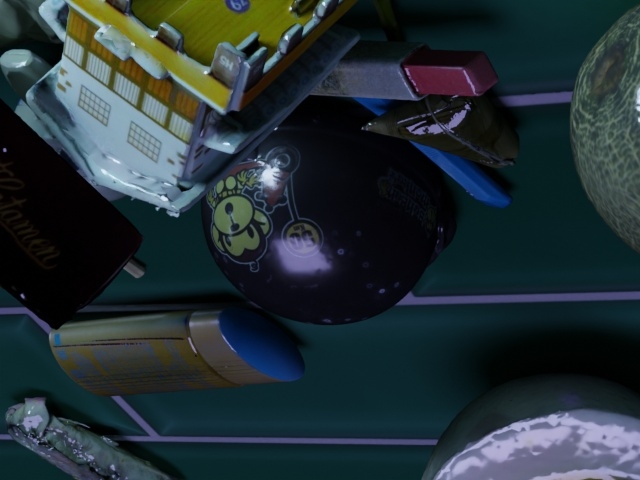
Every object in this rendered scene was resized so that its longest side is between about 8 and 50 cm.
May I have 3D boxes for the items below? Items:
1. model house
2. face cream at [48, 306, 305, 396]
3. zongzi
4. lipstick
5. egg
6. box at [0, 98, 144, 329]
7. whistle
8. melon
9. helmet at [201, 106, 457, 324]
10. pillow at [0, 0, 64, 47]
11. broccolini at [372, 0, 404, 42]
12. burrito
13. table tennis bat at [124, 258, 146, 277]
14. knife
[{"bbox_3d":[-0.093,-0.167,1.440,0.198,0.224,0.215,35,146,11],"label":"model house"},{"bbox_3d":[-0.169,0.130,2.160,0.285,0.067,0.139,-6,145,33],"label":"face cream"},{"bbox_3d":[0.110,-0.091,1.662,0.113,0.052,0.104,-23,131,23],"label":"zongzi"},{"bbox_3d":[-0.001,-0.149,1.586,0.312,0.051,0.051,5,136,27],"label":"lipstick"},{"bbox_3d":[0.264,0.256,2.051,0.337,0.201,0.337,1,125,1],"label":"egg"},{"bbox_3d":[-0.349,-0.109,1.577,0.415,0.116,0.264,37,172,46],"label":"box"},{"bbox_3d":[-0.230,-0.109,1.756,0.110,0.092,0.244,4,152,26],"label":"whistle"},{"bbox_3d":[0.341,-0.071,1.430,0.302,0.237,0.237,23,149,-22],"label":"melon"},{"bbox_3d":[0.000,0.000,1.778,0.230,0.160,0.279,-11,141,34],"label":"helmet"},{"bbox_3d":[-0.280,-0.243,1.570,0.281,0.076,0.274,-1,149,25],"label":"pillow"},{"bbox_3d":[0.042,-0.209,1.536,0.042,0.044,0.218,-8,151,8],"label":"broccolini"},{"bbox_3d":[-0.296,0.300,2.505,0.096,0.066,0.309,-11,141,45],"label":"burrito"},{"bbox_3d":[-0.251,-0.003,2.025,0.087,0.013,0.156,-16,138,41],"label":"table tennis bat"},{"bbox_3d":[0.078,-0.108,1.692,0.044,0.026,0.296,-12,142,42],"label":"knife"}]
